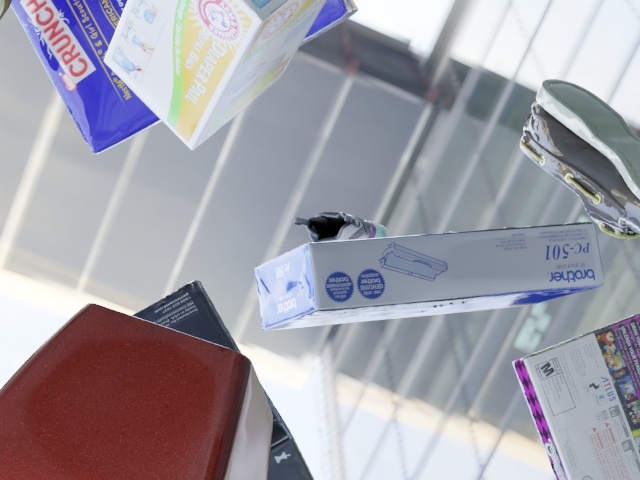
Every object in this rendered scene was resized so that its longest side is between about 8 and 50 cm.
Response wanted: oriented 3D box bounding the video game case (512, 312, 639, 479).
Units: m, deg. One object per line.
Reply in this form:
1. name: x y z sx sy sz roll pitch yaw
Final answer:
1. video game case: 0.331 0.194 1.711 0.210 0.232 0.042 -20 177 -16

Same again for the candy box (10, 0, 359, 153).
1. candy box: -0.161 -0.284 1.792 0.268 0.317 0.122 62 -169 -2

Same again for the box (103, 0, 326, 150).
1. box: -0.071 -0.176 1.252 0.103 0.203 0.114 45 -121 4

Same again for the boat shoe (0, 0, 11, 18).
1. boat shoe: -0.368 -0.203 1.669 0.049 0.152 0.056 38 -168 -18

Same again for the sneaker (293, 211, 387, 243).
1. sneaker: 0.000 0.000 1.377 0.069 0.098 0.038 27 -131 -35

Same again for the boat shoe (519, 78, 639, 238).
1. boat shoe: 0.247 -0.044 1.368 0.081 0.068 0.227 -1 -142 -39

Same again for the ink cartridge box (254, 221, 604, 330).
1. ink cartridge box: 0.071 0.024 1.096 0.207 0.046 0.097 -5 172 -23

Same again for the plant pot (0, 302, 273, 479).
1. plant pot: -0.180 0.218 1.642 0.267 0.235 0.267 18 158 15

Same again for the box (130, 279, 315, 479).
1. box: -0.125 0.264 2.017 0.183 0.296 0.294 -30 -136 -7
